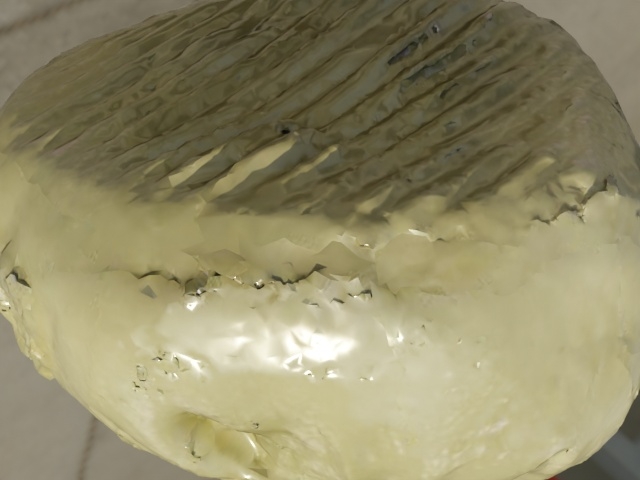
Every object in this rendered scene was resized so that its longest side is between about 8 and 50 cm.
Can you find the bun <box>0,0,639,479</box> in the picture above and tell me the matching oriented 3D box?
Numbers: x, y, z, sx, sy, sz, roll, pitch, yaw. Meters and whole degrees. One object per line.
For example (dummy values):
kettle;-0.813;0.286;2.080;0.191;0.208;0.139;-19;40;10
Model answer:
bun;0.000;0.000;0.928;0.326;0.362;0.234;-68;160;-46
